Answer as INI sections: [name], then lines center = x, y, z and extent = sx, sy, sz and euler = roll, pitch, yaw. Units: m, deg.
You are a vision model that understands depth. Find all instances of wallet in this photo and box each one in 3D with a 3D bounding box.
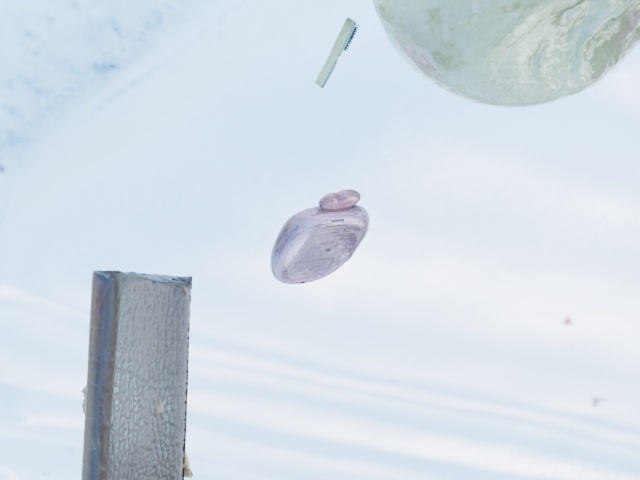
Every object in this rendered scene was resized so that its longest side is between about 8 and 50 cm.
[wallet]
center = -0.161, 0.148, 0.830
extent = 0.039, 0.243, 0.133
euler = 0, 177, 25

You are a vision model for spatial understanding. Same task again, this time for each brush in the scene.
[brush]
center = 0.018, -0.206, 1.054
extent = 0.013, 0.016, 0.083
euler = 4, 124, -46

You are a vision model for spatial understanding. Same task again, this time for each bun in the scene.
[bun]
center = 0.225, -0.321, 1.006
extent = 0.361, 0.360, 0.213
euler = 8, -177, 0

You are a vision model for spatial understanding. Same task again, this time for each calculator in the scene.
[calculator]
center = 0.000, 0.000, 1.039
extent = 0.103, 0.024, 0.166
euler = -6, 148, -24

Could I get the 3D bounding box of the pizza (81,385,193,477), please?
[pizza]
center = -0.304, 0.330, 1.588
extent = 0.056, 0.134, 0.271
euler = -15, 119, 31
